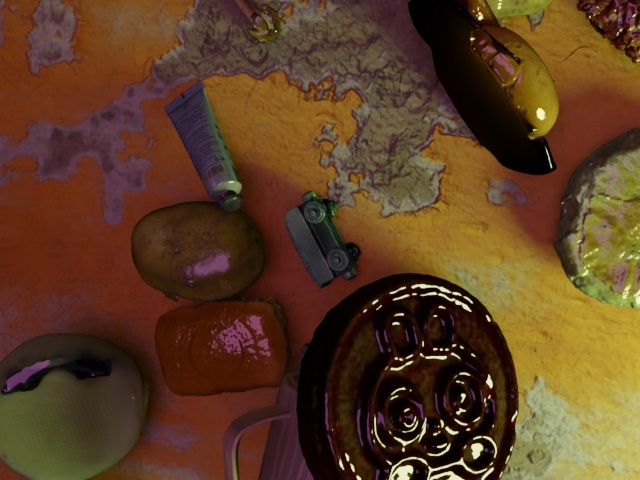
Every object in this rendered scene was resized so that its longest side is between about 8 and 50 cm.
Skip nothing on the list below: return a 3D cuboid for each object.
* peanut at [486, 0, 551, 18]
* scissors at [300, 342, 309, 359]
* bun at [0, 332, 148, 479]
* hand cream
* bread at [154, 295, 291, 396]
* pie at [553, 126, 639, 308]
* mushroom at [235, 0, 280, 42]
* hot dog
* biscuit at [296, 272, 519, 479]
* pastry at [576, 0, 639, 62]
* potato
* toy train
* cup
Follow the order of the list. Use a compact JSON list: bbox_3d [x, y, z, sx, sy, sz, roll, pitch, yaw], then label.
[{"bbox_3d":[0.275,-0.396,1.201,0.229,0.098,0.103,-13,46,16],"label":"peanut"},{"bbox_3d":[-0.013,0.249,1.353,0.058,0.014,0.119,8,92,14],"label":"scissors"},{"bbox_3d":[-0.471,0.296,1.380,0.293,0.187,0.293,-4,106,-13],"label":"bun"},{"bbox_3d":[-0.203,-0.168,1.324,0.091,0.058,0.271,-35,61,15],"label":"hand cream"},{"bbox_3d":[-0.172,0.189,1.333,0.245,0.121,0.174,-7,91,11],"label":"bread"},{"bbox_3d":[0.526,-0.033,1.182,0.306,0.071,0.307,1,96,10],"label":"pie"},{"bbox_3d":[-0.133,-0.436,1.321,0.060,0.061,0.187,-35,81,18],"label":"mushroom"},{"bbox_3d":[0.288,-0.267,1.161,0.107,0.194,0.326,-42,121,-19],"label":"hot dog"},{"bbox_3d":[0.154,0.251,1.155,0.407,0.091,0.408,5,80,-28],"label":"biscuit"},{"bbox_3d":[0.502,-0.347,1.159,0.208,0.097,0.115,44,112,6],"label":"pastry"},{"bbox_3d":[-0.215,0.020,1.314,0.228,0.197,0.149,-15,134,2],"label":"potato"},{"bbox_3d":[0.000,0.000,1.310,0.099,0.070,0.172,-29,86,23],"label":"toy train"},{"bbox_3d":[-0.024,0.371,1.254,0.288,0.208,0.273,11,94,-4],"label":"cup"}]
